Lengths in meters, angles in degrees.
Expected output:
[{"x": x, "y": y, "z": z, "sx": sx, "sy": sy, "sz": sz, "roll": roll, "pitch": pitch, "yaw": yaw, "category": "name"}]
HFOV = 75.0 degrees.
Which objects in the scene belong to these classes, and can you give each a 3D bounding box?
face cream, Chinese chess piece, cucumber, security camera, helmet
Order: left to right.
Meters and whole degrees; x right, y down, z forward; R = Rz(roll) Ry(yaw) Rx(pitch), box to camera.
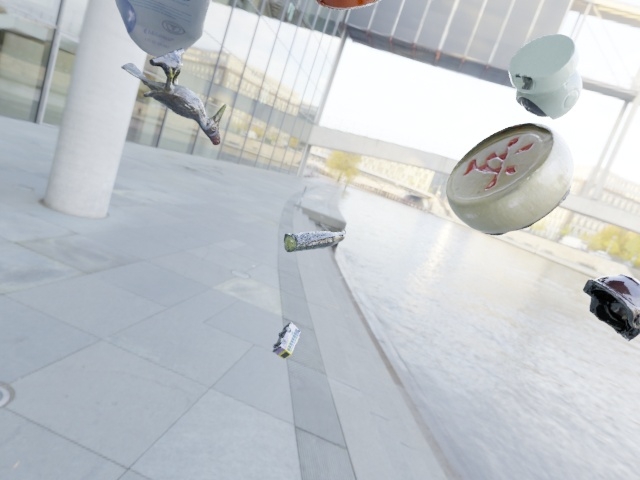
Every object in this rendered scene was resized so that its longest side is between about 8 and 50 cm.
[{"x": -0.399, "y": -0.590, "z": 1.050, "sx": 0.235, "sy": 0.137, "sz": 0.420, "roll": 13, "pitch": -5, "yaw": -21, "category": "face cream"}, {"x": 0.000, "y": 0.000, "z": 0.807, "sx": 0.163, "sy": 0.039, "sz": 0.043, "roll": -3, "pitch": 35, "yaw": -43, "category": "cucumber"}, {"x": 0.386, "y": -0.129, "z": 0.870, "sx": 0.103, "sy": 0.250, "sz": 0.250, "roll": 42, "pitch": -1, "yaw": -24, "category": "Chinese chess piece"}, {"x": 0.714, "y": -0.492, "z": 1.312, "sx": 0.194, "sy": 0.194, "sz": 0.236, "roll": 28, "pitch": -7, "yaw": 45, "category": "security camera"}, {"x": 0.487, "y": 0.096, "z": 0.668, "sx": 0.123, "sy": 0.070, "sz": 0.098, "roll": 60, "pitch": -1, "yaw": -34, "category": "helmet"}]

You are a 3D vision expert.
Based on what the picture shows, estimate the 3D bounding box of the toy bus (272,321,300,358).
[{"x": -0.102, "y": 0.308, "z": 1.289, "sx": 0.058, "sy": 0.052, "sz": 0.102, "roll": 41, "pitch": 37, "yaw": -11, "category": "toy bus"}]

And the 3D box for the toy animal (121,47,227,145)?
[{"x": -0.249, "y": -0.256, "z": 0.750, "sx": 0.202, "sy": 0.105, "sz": 0.070, "roll": 48, "pitch": 24, "yaw": -27, "category": "toy animal"}]

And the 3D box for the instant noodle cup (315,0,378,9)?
[{"x": 0.087, "y": -0.851, "z": 1.261, "sx": 0.250, "sy": 0.250, "sz": 0.192, "roll": 24, "pitch": -30, "yaw": 27, "category": "instant noodle cup"}]
